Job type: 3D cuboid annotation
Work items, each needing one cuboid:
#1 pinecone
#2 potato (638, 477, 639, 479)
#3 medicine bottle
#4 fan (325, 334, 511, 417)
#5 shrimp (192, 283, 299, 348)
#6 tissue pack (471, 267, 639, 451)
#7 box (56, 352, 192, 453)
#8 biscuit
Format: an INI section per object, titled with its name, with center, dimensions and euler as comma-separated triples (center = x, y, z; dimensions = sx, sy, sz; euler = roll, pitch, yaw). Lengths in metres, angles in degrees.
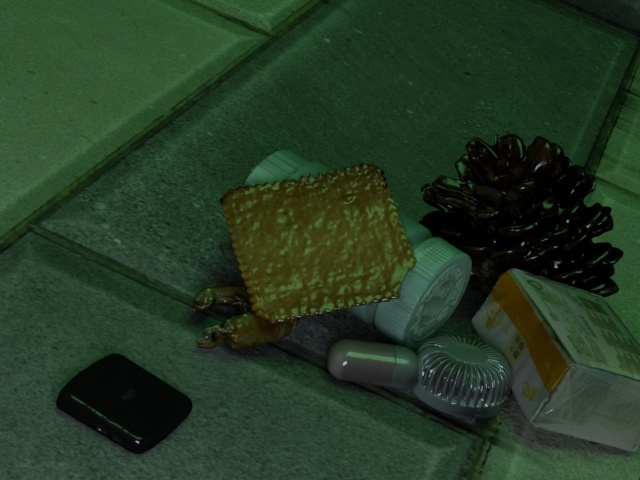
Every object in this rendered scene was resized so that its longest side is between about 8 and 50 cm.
[pinecone]
center = 0.292, -0.028, 2.099
dimensions = 0.298, 0.296, 0.242
euler = 10, 60, 41
[potato]
center = 0.419, 0.328, 1.667
dimensions = 0.120, 0.149, 0.081
euler = 31, 35, 14
[medicine bottle]
center = 0.038, 0.006, 1.975
dimensions = 0.318, 0.158, 0.158
euler = 34, 30, 23
[fan]
center = 0.127, 0.169, 1.843
dimensions = 0.244, 0.074, 0.130
euler = 9, 24, -9
[shrimp]
center = -0.107, 0.099, 1.842
dimensions = 0.132, 0.051, 0.187
euler = 19, 18, 24
[tissue pack]
center = 0.334, 0.160, 1.915
dimensions = 0.185, 0.124, 0.225
euler = 16, 26, -26
[box]
center = -0.221, 0.187, 1.624
dimensions = 0.125, 0.027, 0.126
euler = 30, 28, 13
[biscuit]
center = 0.000, 0.000, 1.870
dimensions = 0.232, 0.013, 0.237
euler = -11, 52, -11
